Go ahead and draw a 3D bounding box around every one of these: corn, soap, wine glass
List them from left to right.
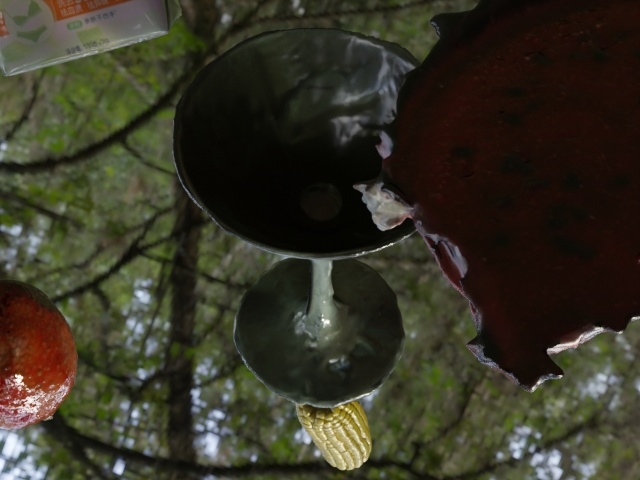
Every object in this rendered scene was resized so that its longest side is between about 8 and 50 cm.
[{"bbox_3d":[-0.268,-0.292,1.284,0.199,0.182,0.138,-14,-160,4],"label":"soap"},{"bbox_3d":[0.000,0.000,1.259,0.267,0.267,0.406,26,154,14],"label":"wine glass"},{"bbox_3d":[0.026,0.280,1.848,0.093,0.093,0.244,28,163,24],"label":"corn"}]

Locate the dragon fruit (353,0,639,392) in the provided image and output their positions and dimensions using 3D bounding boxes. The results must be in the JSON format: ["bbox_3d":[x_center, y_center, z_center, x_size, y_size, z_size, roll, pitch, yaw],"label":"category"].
[{"bbox_3d":[0.192,-0.060,0.704,0.100,0.343,0.282,78,166,-52],"label":"dragon fruit"}]

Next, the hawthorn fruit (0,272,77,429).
[{"bbox_3d":[-0.415,0.156,1.592,0.205,0.205,0.253,32,163,40],"label":"hawthorn fruit"}]
